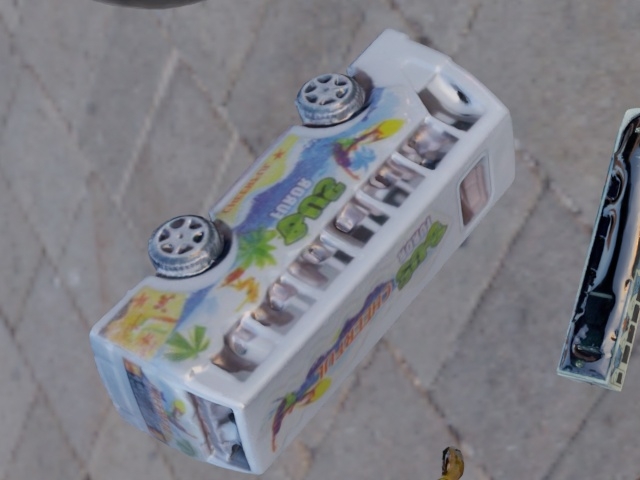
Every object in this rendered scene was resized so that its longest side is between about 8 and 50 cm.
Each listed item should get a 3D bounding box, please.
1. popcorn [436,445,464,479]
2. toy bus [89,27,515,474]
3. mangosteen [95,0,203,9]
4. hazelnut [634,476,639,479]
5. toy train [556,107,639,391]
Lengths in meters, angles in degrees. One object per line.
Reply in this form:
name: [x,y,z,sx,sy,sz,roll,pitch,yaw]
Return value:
popcorn: [0.036,0.156,0.566,0.180,0.180,0.170,5,63,53]
toy bus: [0.000,0.000,1.035,0.136,0.330,0.109,23,147,31]
mangosteen: [-0.149,-0.390,1.259,0.435,0.382,0.382,-137,51,-59]
hazelnut: [0.252,0.201,0.920,0.182,0.182,0.182,10,103,53]
toy train: [0.222,0.005,1.147,0.043,0.047,0.208,11,83,33]
